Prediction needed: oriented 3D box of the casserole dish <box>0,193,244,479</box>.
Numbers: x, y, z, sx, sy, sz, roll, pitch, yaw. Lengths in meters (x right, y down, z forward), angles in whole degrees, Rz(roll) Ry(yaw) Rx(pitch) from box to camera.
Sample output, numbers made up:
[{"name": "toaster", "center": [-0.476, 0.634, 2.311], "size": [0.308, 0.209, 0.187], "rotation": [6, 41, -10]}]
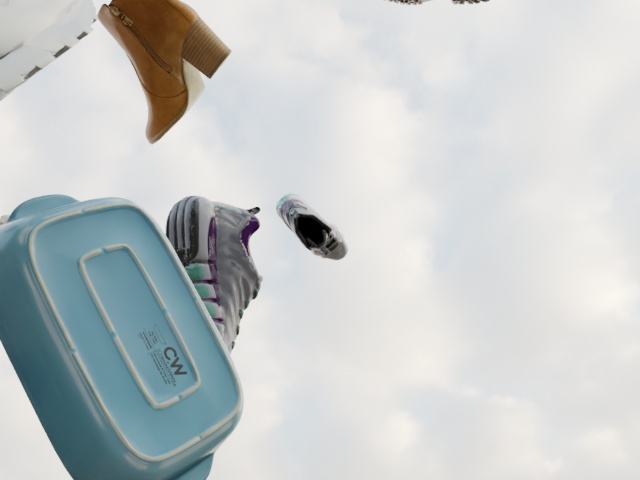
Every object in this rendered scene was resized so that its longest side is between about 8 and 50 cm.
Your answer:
[{"name": "casserole dish", "center": [-0.107, 0.051, 0.388], "size": [0.037, 0.114, 0.188], "rotation": [-32, -96, 40]}]

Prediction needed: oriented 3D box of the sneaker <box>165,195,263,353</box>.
[{"name": "sneaker", "center": [-0.091, 0.071, 0.672], "size": [0.098, 0.223, 0.083], "rotation": [4, -3, -40]}]

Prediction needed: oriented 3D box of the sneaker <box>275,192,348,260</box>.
[{"name": "sneaker", "center": [0.000, 0.000, 0.690], "size": [0.098, 0.069, 0.038], "rotation": [38, -83, -32]}]

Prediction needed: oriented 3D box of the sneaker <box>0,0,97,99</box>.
[{"name": "sneaker", "center": [-0.188, -0.076, 0.291], "size": [0.090, 0.235, 0.094], "rotation": [-21, -66, 39]}]

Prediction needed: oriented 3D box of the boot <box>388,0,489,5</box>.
[{"name": "boot", "center": [0.118, -0.316, 0.809], "size": [0.158, 0.059, 0.084], "rotation": [3, -84, 13]}]

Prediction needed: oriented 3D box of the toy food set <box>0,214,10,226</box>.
[{"name": "toy food set", "center": [-0.421, -0.057, 0.758], "size": [0.192, 0.132, 0.038], "rotation": [39, -81, 6]}]

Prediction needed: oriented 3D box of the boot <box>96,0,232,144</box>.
[{"name": "boot", "center": [-0.298, -0.312, 1.221], "size": [0.211, 0.104, 0.295], "rotation": [39, -44, -12]}]
